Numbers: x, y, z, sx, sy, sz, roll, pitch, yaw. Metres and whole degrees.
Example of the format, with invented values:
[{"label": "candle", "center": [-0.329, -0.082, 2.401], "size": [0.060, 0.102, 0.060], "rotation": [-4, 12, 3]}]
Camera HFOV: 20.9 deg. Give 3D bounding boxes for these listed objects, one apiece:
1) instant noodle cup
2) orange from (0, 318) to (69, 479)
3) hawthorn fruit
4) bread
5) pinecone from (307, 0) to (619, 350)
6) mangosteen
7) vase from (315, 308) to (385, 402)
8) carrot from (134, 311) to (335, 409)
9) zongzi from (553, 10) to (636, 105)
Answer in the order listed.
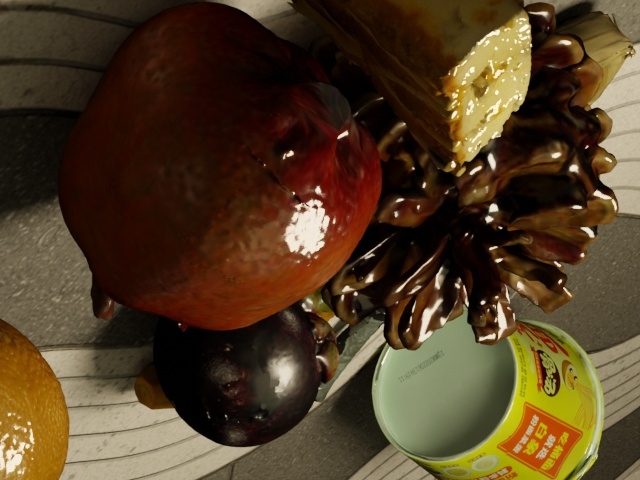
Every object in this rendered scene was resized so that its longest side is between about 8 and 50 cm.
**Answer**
[{"label": "instant noodle cup", "center": [0.230, 0.232, 2.502], "size": [0.311, 0.311, 0.221], "rotation": [-45, 145, 12]}, {"label": "orange", "center": [-0.375, 0.185, 1.658], "size": [0.264, 0.264, 0.264], "rotation": [-31, 154, -17]}, {"label": "hawthorn fruit", "center": [-0.097, -0.064, 1.585], "size": [0.295, 0.295, 0.311], "rotation": [-14, 178, -43]}, {"label": "bread", "center": [0.064, -0.210, 1.549], "size": [0.114, 0.274, 0.185], "rotation": [-34, 153, -12]}, {"label": "pinecone", "center": [0.124, -0.062, 1.813], "size": [0.398, 0.398, 0.398], "rotation": [-31, 154, -17]}, {"label": "mangosteen", "center": [-0.072, 0.116, 1.998], "size": [0.250, 0.211, 0.211], "rotation": [-38, 157, -26]}, {"label": "vase", "center": [0.035, 0.141, 2.338], "size": [0.167, 0.059, 0.059], "rotation": [-48, 154, 18]}, {"label": "carrot", "center": [-0.090, 0.131, 2.153], "size": [0.314, 0.066, 0.066], "rotation": [-24, 151, -34]}, {"label": "zongzi", "center": [0.269, -0.176, 2.102], "size": [0.194, 0.099, 0.197], "rotation": [-24, 158, -30]}]
